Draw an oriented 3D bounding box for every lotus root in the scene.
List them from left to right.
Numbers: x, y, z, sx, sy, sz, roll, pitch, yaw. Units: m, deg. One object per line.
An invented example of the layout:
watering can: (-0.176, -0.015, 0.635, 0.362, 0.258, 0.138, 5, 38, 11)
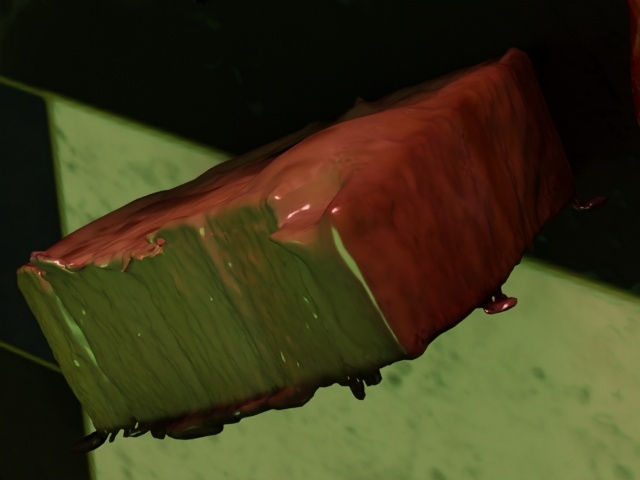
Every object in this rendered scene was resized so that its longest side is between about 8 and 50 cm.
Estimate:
lotus root: (0.000, 0.000, 0.591, 0.260, 0.170, 0.074, -20, 98, 56)

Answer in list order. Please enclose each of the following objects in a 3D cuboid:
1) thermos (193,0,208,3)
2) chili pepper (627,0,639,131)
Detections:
thermos: (-0.094, -0.160, 0.636, 0.188, 0.083, 0.073, 45, 159, 4)
chili pepper: (0.122, -0.049, 0.541, 0.059, 0.050, 0.191, 9, 135, 32)
